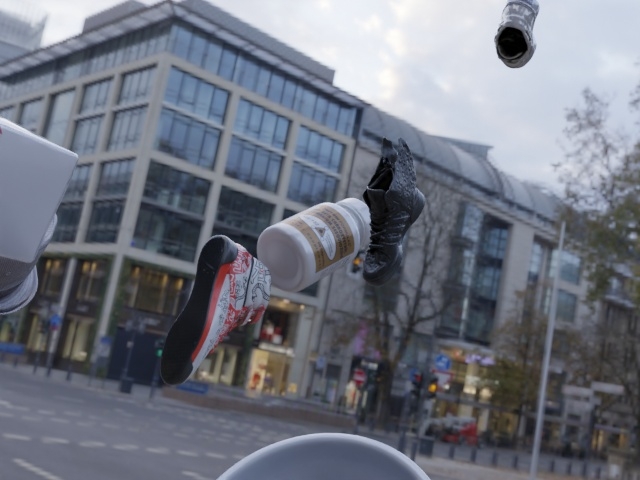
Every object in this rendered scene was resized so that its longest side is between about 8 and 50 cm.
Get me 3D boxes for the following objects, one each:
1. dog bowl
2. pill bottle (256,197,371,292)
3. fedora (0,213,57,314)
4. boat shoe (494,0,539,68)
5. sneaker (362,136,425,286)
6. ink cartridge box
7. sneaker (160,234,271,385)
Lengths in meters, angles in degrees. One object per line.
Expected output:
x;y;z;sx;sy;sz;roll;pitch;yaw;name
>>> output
-0.001;0.320;0.798;0.265;0.265;0.104;7;-49;23;dog bowl
0.000;0.000;1.597;0.131;0.131;0.229;2;21;42;pill bottle
-0.486;-0.017;1.240;0.124;0.243;0.275;-28;-8;20;fedora
0.419;-0.427;1.806;0.096;0.088;0.267;21;-11;9;boat shoe
0.078;-0.036;1.034;0.051;0.170;0.089;8;-27;44;sneaker
-0.434;-0.107;0.839;0.306;0.131;0.226;27;2;32;ink cartridge box
-0.169;0.139;1.443;0.090;0.270;0.145;-1;-26;41;sneaker
